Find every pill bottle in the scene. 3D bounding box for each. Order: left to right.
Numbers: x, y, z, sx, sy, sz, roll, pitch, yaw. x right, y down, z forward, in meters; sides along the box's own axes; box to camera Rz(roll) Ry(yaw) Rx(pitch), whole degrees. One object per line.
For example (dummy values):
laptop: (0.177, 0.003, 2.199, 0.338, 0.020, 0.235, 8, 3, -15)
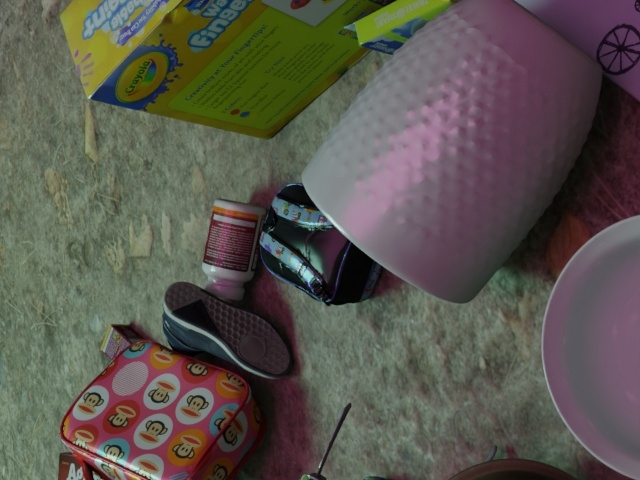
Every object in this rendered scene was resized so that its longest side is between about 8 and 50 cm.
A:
pill bottle: (-0.141, 0.014, 1.760, 0.086, 0.086, 0.152, 14, 94, 41)

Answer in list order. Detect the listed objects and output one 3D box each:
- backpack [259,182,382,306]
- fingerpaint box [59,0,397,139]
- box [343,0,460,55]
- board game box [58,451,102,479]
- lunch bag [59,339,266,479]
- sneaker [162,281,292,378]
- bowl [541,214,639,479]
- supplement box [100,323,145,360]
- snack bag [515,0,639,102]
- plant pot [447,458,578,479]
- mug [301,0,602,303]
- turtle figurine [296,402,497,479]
backpack: (0.000, 0.000, 1.619, 0.173, 0.117, 0.158, 25, 102, 39)
fingerpaint box: (-0.081, -0.357, 1.563, 0.445, 0.371, 0.163, -38, 62, 32)
box: (0.134, -0.304, 1.542, 0.178, 0.109, 0.042, -19, 75, 38)
board game box: (-0.370, 0.460, 1.949, 0.281, 0.027, 0.145, -2, 83, 41)
lunch bag: (-0.257, 0.301, 1.721, 0.293, 0.120, 0.258, 18, 55, 36)
sneaker: (-0.154, 0.160, 1.761, 0.226, 0.086, 0.163, 33, 153, 3)
bowl: (0.410, 0.120, 1.240, 0.298, 0.134, 0.298, -5, 82, 41)
supplement box: (-0.341, 0.189, 1.942, 0.083, 0.043, 0.055, 35, 108, 39)
snack bag: (0.420, -0.346, 1.347, 0.342, 0.037, 0.323, 46, 115, 35)
plant pot: (0.225, 0.366, 1.244, 0.263, 0.229, 0.263, -2, 72, 6)
mug: (0.171, -0.155, 1.417, 0.328, 0.276, 0.374, -53, 24, 17)
turtle figurine: (0.057, 0.375, 1.430, 0.274, 0.198, 0.266, -45, 18, 41)
